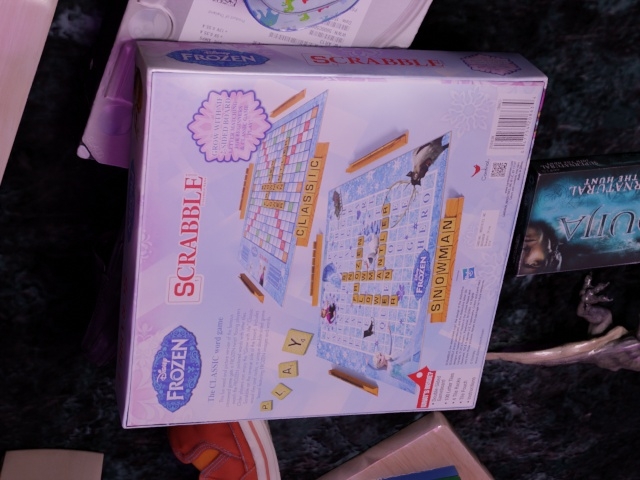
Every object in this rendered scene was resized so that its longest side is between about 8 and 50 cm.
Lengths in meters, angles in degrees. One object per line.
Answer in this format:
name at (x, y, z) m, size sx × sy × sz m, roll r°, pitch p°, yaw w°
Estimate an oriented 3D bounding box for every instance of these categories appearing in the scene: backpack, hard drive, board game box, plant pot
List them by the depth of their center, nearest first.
backpack at (-0.017, -0.204, 0.874) m, size 0.105 × 0.084 × 0.114 m, roll -17°, pitch 133°, yaw -1°
hard drive at (-0.036, -0.192, 0.975) m, size 0.237 × 0.064 × 0.339 m, roll 11°, pitch 124°, yaw -25°
board game box at (0.000, 0.000, 1.024) m, size 0.318 × 0.066 × 0.319 m, roll 0°, pitch 118°, yaw -17°
board game box at (0.284, -0.028, 1.232) m, size 0.186 × 0.026 × 0.126 m, roll -6°, pitch 128°, yaw -14°
plant pot at (-0.283, 0.269, 1.242) m, size 0.096 × 0.109 × 0.109 m, roll 21°, pitch 119°, yaw -17°

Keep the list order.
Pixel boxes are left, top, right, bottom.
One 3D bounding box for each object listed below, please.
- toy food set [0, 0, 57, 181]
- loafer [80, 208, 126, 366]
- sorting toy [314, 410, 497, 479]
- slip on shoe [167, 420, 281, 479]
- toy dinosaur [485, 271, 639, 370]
toy food set at (-0.338, -0.121, 0.929) m, size 0.219 × 0.092 × 0.306 m, roll 12°, pitch 115°, yaw -25°
loafer at (-0.166, 0.022, 1.106) m, size 0.078 × 0.076 × 0.223 m, roll 35°, pitch 124°, yaw 3°
sorting toy at (0.093, 0.352, 1.434) m, size 0.255 × 0.089 × 0.257 m, roll -32°, pitch 130°, yaw 8°
slip on shoe at (-0.101, 0.175, 1.217) m, size 0.101 × 0.123 × 0.331 m, roll -11°, pitch 135°, yaw -4°
toy dinosaur at (0.309, 0.097, 1.321) m, size 0.268 × 0.064 × 0.118 m, roll 1°, pitch 134°, yaw -15°
